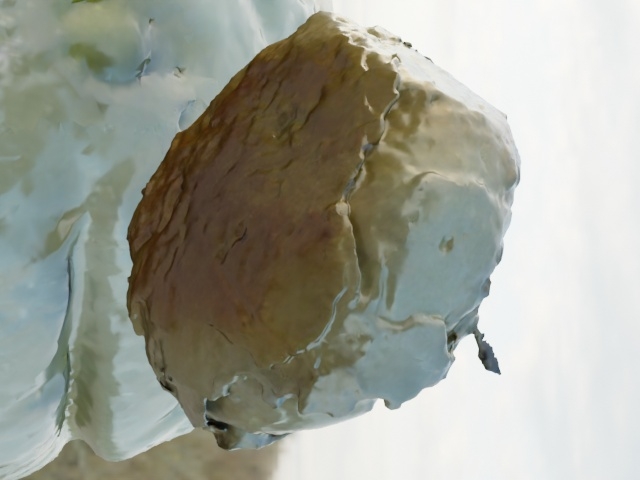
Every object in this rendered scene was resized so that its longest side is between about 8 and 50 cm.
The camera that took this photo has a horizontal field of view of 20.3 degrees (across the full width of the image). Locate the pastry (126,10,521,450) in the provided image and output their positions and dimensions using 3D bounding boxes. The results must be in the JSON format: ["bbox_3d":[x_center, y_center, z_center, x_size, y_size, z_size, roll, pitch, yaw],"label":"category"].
[{"bbox_3d":[-0.003,-0.004,0.599,0.153,0.081,0.153,-22,-122,39],"label":"pastry"}]

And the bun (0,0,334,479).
[{"bbox_3d":[-0.108,-0.050,0.850,0.365,0.219,0.365,9,90,-81],"label":"bun"}]
